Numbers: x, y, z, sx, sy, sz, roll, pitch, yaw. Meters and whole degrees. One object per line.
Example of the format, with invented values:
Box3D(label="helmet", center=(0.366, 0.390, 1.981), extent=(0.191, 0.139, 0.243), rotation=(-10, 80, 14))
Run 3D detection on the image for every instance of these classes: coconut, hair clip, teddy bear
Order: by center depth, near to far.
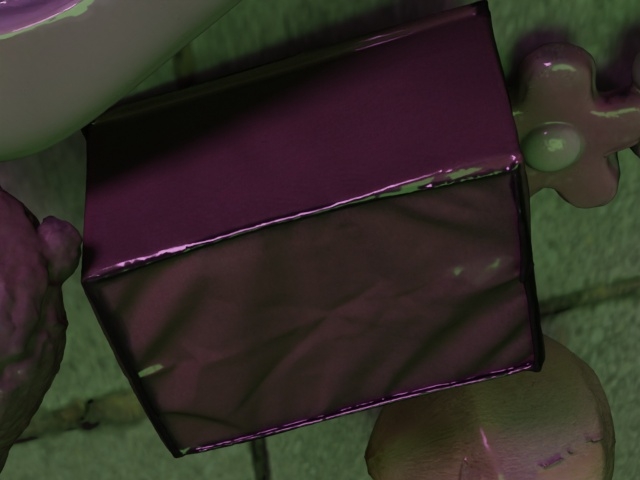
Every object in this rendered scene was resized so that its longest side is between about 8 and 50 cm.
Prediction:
Box3D(label="teddy bear", center=(-0.229, 0.067, 0.697), extent=(0.151, 0.236, 0.267), rotation=(4, 149, -32))
Box3D(label="hair clip", center=(0.209, -0.087, 0.841), extent=(0.257, 0.075, 0.146), rotation=(-16, 140, 0))
Box3D(label="coconut", center=(0.122, 0.154, 0.957), extent=(0.183, 0.171, 0.171), rotation=(-12, 135, -22))

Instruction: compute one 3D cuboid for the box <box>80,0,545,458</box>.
Box3D(label="box", center=(0.000, 0.000, 0.755), extent=(0.252, 0.153, 0.188), rotation=(-13, 134, 4))

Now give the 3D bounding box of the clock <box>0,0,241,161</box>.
Box3D(label="clock", center=(-0.166, -0.201, 0.559), extent=(0.265, 0.109, 0.324), rotation=(-35, 133, 14))
